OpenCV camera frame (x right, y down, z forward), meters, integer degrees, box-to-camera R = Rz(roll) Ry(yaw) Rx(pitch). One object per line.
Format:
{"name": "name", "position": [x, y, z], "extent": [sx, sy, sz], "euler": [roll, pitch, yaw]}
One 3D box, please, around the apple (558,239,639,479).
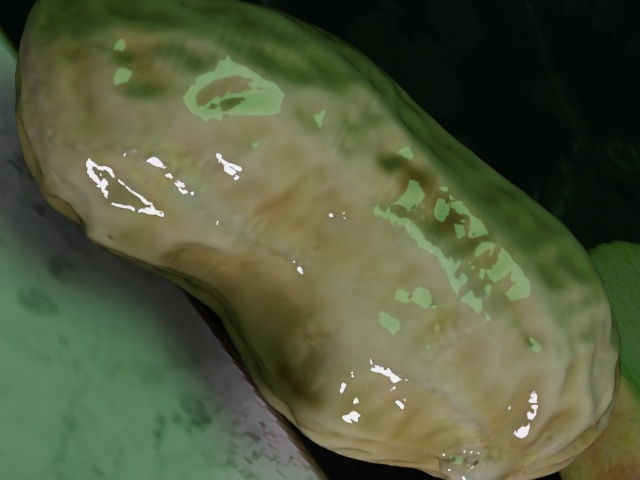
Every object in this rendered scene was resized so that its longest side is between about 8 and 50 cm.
{"name": "apple", "position": [0.200, 0.100, 0.902], "extent": [0.265, 0.120, 0.193], "euler": [14, 45, -46]}

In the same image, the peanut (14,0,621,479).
{"name": "peanut", "position": [0.000, 0.000, 0.726], "extent": [0.325, 0.140, 0.153], "euler": [34, 62, -27]}
